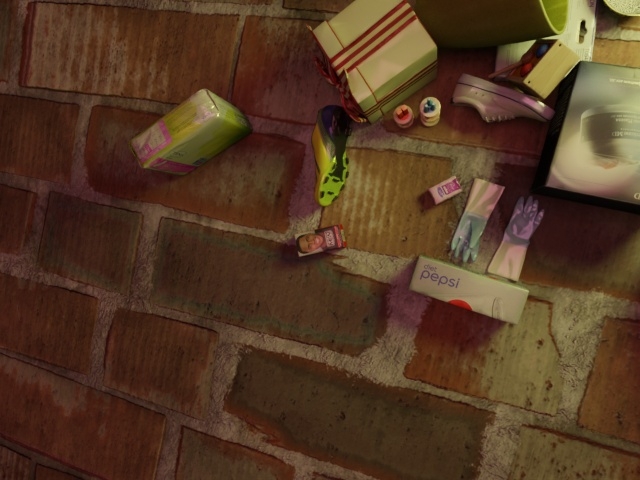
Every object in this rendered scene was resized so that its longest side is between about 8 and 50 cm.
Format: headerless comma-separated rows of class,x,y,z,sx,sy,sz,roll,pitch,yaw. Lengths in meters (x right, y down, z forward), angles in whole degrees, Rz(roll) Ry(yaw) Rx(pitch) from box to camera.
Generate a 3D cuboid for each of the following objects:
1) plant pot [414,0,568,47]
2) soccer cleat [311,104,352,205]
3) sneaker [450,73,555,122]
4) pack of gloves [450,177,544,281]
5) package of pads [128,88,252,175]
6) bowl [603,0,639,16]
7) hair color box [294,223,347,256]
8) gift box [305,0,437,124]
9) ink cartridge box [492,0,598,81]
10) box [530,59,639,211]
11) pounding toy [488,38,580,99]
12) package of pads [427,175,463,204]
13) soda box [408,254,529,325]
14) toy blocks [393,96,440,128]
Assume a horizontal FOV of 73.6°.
plant pot,0.385,-0.574,1.010,0.294,0.275,0.274,-4,91,44
soccer cleat,0.018,-0.245,1.244,0.121,0.094,0.288,17,102,45
sneaker,0.463,-0.346,1.106,0.258,0.094,0.091,32,112,26
pack of gloves,0.469,-0.029,1.136,0.195,0.046,0.231,20,97,15
package of pads,-0.379,-0.308,1.262,0.297,0.229,0.101,-30,84,14
bowl,0.750,-0.605,1.022,0.170,0.080,0.169,0,91,15
hair color box,0.000,0.000,1.265,0.141,0.043,0.071,-13,89,16
gift box,0.126,-0.479,1.102,0.258,0.276,0.255,-33,78,15
ink cartridge box,0.569,-0.522,1.091,0.224,0.045,0.223,6,95,15
box,0.699,-0.227,0.998,0.297,0.183,0.293,14,97,15
pounding toy,0.507,-0.416,1.031,0.100,0.141,0.130,31,112,-13
package of pads,0.342,-0.137,1.173,0.083,0.032,0.050,-27,87,14
soda box,0.387,0.127,1.139,0.287,0.091,0.097,18,97,14
toy blocks,0.253,-0.341,1.131,0.124,0.148,0.054,0,91,15
